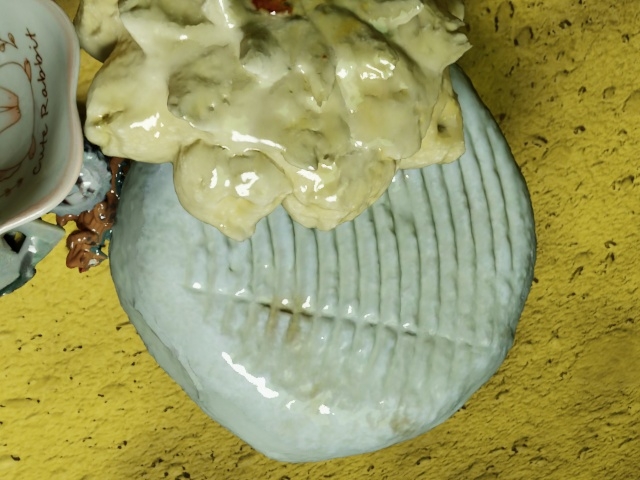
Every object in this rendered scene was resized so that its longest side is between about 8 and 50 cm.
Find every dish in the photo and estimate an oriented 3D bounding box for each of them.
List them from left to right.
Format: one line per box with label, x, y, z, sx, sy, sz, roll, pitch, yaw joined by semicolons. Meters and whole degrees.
dish;-0.258;-0.079;1.086;0.229;0.229;0.081;-34;166;-1

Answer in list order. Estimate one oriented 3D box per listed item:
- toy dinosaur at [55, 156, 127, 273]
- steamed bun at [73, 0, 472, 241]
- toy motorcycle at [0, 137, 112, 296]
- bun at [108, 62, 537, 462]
toy dinosaur;-0.175;-0.030;1.267;0.055;0.049;0.154;6;130;-33
steamed bun;-0.015;-0.149;1.087;0.292;0.295;0.137;-60;-177;-29
toy motorcycle;-0.270;-0.018;1.196;0.229;0.094;0.130;-38;135;23
bun;-0.006;0.000;1.228;0.354;0.354;0.194;-13;174;-22
